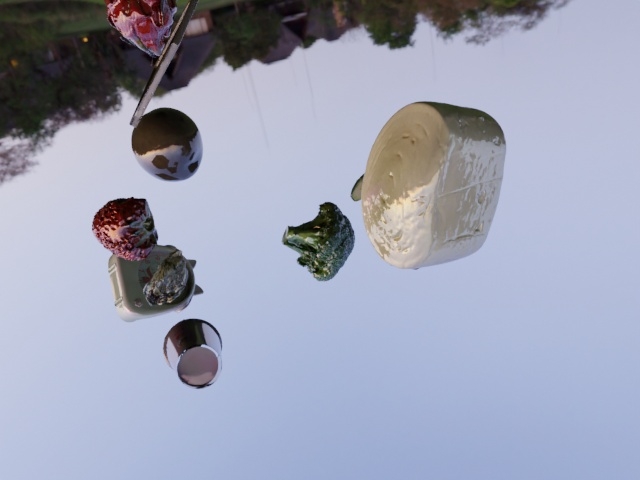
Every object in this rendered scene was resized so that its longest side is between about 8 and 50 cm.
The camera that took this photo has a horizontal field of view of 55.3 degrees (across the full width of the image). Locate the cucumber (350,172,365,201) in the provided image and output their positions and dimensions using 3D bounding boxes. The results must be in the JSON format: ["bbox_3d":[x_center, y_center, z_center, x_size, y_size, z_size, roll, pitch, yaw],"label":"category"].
[{"bbox_3d":[0.124,-0.165,1.794,0.107,0.067,0.035,-45,-133,-3],"label":"cucumber"}]

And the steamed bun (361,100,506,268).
[{"bbox_3d":[0.295,-0.160,1.715,0.371,0.455,0.290,-8,-157,-44],"label":"steamed bun"}]

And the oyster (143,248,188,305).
[{"bbox_3d":[-0.470,0.119,1.874,0.064,0.125,0.177,27,-117,35],"label":"oyster"}]

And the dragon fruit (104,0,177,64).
[{"bbox_3d":[-0.524,-0.678,1.830,0.234,0.293,0.233,-9,-156,4],"label":"dragon fruit"}]

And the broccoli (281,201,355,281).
[{"bbox_3d":[0.000,0.000,2.316,0.275,0.307,0.308,11,-159,-13],"label":"broccoli"}]

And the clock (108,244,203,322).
[{"bbox_3d":[-0.577,0.147,2.181,0.324,0.265,0.109,-1,158,-42],"label":"clock"}]

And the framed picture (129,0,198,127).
[{"bbox_3d":[-0.402,-0.475,1.586,0.335,0.022,0.247,-40,-147,47],"label":"framed picture"}]

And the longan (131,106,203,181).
[{"bbox_3d":[-0.463,-0.291,1.871,0.248,0.248,0.248,-10,-155,5],"label":"longan"}]

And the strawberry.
[{"bbox_3d":[-0.569,-0.036,1.752,0.202,0.184,0.187,1,165,18],"label":"strawberry"}]

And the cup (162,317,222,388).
[{"bbox_3d":[-0.391,0.365,1.917,0.203,0.202,0.288,-19,-174,-14],"label":"cup"}]
